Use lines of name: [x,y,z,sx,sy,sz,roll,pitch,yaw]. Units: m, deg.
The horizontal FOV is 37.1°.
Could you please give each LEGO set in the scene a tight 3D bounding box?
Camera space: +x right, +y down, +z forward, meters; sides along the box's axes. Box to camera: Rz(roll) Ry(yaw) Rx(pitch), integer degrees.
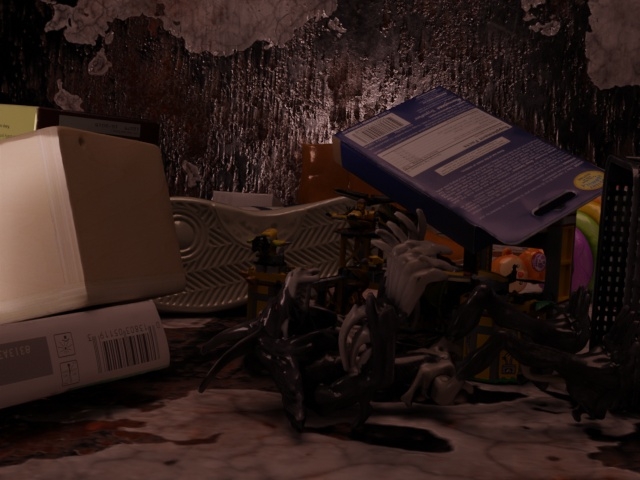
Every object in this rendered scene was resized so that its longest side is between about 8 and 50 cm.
LEGO set: [0.093,0.002,0.893,0.331,0.192,0.255,7,7,39]

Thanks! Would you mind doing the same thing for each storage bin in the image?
storage bin: [0.257,0.030,0.711,0.084,0.180,0.122,4,10,7]

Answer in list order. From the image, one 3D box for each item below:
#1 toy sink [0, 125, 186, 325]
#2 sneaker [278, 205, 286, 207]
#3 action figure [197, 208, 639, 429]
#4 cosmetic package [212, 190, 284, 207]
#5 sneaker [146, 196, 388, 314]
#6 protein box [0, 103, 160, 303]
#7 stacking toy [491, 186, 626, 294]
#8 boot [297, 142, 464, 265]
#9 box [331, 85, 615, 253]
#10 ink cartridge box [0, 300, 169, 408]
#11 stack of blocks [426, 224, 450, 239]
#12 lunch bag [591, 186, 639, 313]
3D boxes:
toy sink: [-0.246,0.002,0.717,0.234,0.131,0.153,-13,-4,17]
sneaker: [0.000,0.000,1.347,0.147,0.104,0.296,-5,3,-21]
action figure: [0.059,0.052,0.648,0.276,0.141,0.164,4,17,-7]
cosmetic package: [-0.104,-0.028,1.589,0.099,0.060,0.239,2,-9,10]
sneaker: [-0.099,0.022,1.086,0.350,0.131,0.148,-1,-10,-21]
protein box: [-0.274,-0.025,0.913,0.200,0.201,0.136,10,6,41]
stacking toy: [0.336,0.014,1.270,0.302,0.175,0.166,-14,11,-33]
boot: [0.111,-0.065,1.545,0.295,0.211,0.104,2,6,-9]
box: [0.131,-0.061,0.835,0.136,0.036,0.225,-27,41,-26]
ink cartridge box: [-0.246,0.092,0.649,0.225,0.056,0.181,-16,-5,30]
stack of blocks: [0.119,-0.022,1.748,0.297,0.087,0.171,1,5,-18]
lunch bag: [0.451,0.025,1.064,0.223,0.160,0.262,2,-7,35]
